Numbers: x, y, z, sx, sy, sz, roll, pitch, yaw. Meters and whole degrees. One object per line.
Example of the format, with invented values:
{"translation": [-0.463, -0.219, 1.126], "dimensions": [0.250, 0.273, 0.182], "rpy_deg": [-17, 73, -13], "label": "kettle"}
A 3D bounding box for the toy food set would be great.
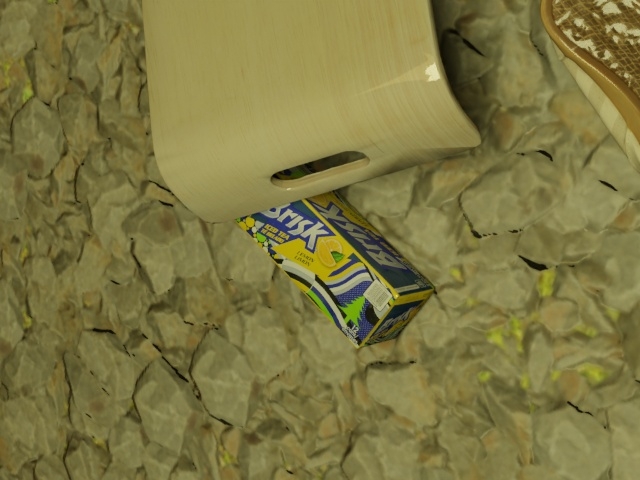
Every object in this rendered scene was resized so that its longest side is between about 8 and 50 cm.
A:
{"translation": [-0.013, -0.184, 0.738], "dimensions": [0.220, 0.092, 0.306], "rpy_deg": [-15, 73, 29], "label": "toy food set"}

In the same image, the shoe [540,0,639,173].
{"translation": [0.214, -0.075, 0.633], "dimensions": [0.077, 0.058, 0.219], "rpy_deg": [-37, 78, 10], "label": "shoe"}

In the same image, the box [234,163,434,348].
{"translation": [0.000, 0.000, 0.772], "dimensions": [0.169, 0.059, 0.054], "rpy_deg": [46, 115, 21], "label": "box"}
